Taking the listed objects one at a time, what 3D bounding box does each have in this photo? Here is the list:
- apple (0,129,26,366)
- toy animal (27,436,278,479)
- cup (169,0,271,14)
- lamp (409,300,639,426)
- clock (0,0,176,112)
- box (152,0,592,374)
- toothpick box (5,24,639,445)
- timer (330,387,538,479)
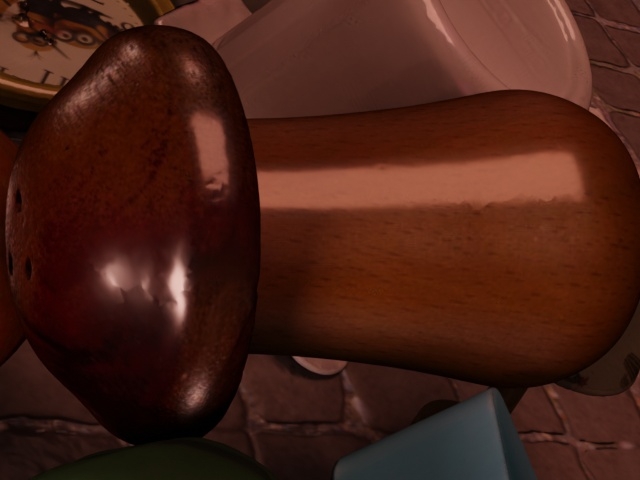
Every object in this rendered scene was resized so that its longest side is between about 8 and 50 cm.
[{"bbox_3d":[-0.231,0.008,0.730,0.181,0.181,0.168,42,12,16],"label":"apple"},{"bbox_3d":[-0.094,0.221,0.540,0.191,0.216,0.338,2,41,7],"label":"toy animal"},{"bbox_3d":[-0.042,-0.274,1.157,0.186,0.234,0.258,2,41,-34],"label":"cup"},{"bbox_3d":[0.129,0.060,0.873,0.121,0.215,0.121,22,35,-16],"label":"lamp"},{"bbox_3d":[-0.213,-0.155,1.039,0.237,0.057,0.237,17,36,-13],"label":"clock"},{"bbox_3d":[0.046,-0.083,0.950,0.262,0.206,0.291,27,45,-31],"label":"box"},{"bbox_3d":[0.000,0.000,0.700,0.294,0.192,0.192,1,44,-25],"label":"toothpick box"},{"bbox_3d":[0.111,0.223,0.686,0.250,0.091,0.232,50,21,-36],"label":"timer"}]
